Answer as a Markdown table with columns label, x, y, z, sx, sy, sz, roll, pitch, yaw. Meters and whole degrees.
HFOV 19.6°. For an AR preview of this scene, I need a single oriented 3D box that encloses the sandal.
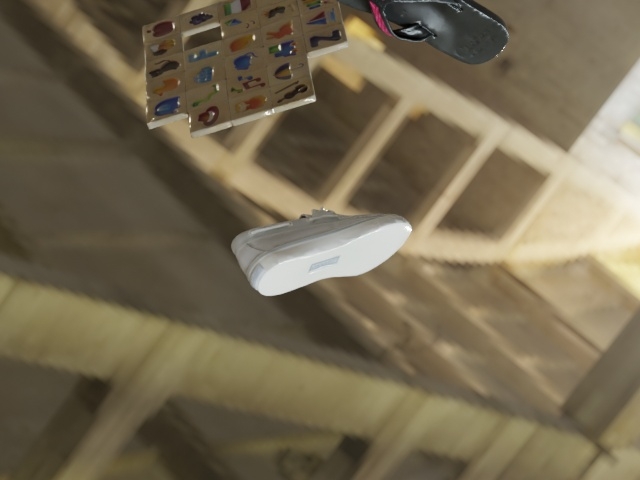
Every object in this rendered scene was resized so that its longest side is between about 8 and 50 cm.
| label | x | y | z | sx | sy | sz | roll | pitch | yaw |
| --- | --- | --- | --- | --- | --- | --- | --- | --- | --- |
| sandal | 0.077 | -0.183 | 1.468 | 0.179 | 0.067 | 0.040 | 25 | -139 | -26 |

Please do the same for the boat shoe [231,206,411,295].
| label | x | y | z | sx | sy | sz | roll | pitch | yaw |
| --- | --- | --- | --- | --- | --- | --- | --- | --- | --- |
| boat shoe | 0.000 | 0.000 | 1.672 | 0.184 | 0.066 | 0.063 | -19 | -122 | -33 |

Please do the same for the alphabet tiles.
| label | x | y | z | sx | sy | sz | roll | pitch | yaw |
| --- | --- | --- | --- | --- | --- | --- | --- | --- | --- |
| alphabet tiles | -0.072 | -0.176 | 1.759 | 0.237 | 0.198 | 0.009 | -100 | -7 | -55 |
